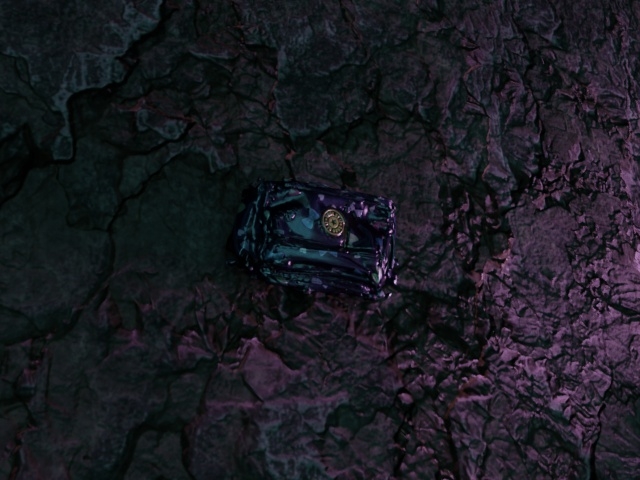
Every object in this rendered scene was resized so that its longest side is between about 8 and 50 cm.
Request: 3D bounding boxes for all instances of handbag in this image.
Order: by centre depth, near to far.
[{"bbox_3d":[0.000,0.000,0.800,0.260,0.113,0.162,11,79,-21],"label":"handbag"}]
